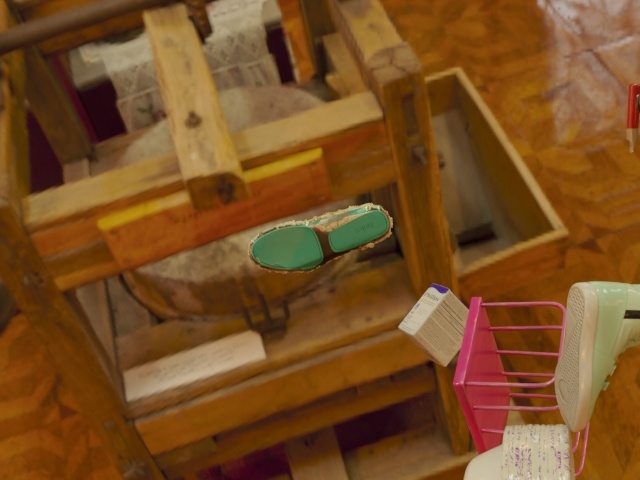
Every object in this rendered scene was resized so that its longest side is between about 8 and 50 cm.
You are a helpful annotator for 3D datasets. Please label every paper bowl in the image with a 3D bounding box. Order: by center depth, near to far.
[{"bbox_3d":[0.278,0.396,1.244,0.148,0.284,0.284,-5,47,17],"label":"paper bowl"}]

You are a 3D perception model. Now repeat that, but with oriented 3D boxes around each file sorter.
[{"bbox_3d":[0.375,0.273,1.647,0.182,0.291,0.202,-2,43,25],"label":"file sorter"}]

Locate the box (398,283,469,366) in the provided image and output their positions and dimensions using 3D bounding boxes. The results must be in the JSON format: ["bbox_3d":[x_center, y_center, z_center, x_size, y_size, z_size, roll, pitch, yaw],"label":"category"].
[{"bbox_3d":[0.272,0.192,2.077,0.137,0.126,0.072,-50,25,-9],"label":"box"}]

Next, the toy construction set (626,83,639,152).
[{"bbox_3d":[0.699,-0.174,1.734,0.257,0.237,0.309,-5,14,-19],"label":"toy construction set"}]

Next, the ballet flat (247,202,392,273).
[{"bbox_3d":[0.000,0.000,1.472,0.240,0.091,0.077,-12,3,-8],"label":"ballet flat"}]

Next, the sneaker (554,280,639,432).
[{"bbox_3d":[0.456,0.184,1.417,0.151,0.256,0.094,-2,23,-12],"label":"sneaker"}]
